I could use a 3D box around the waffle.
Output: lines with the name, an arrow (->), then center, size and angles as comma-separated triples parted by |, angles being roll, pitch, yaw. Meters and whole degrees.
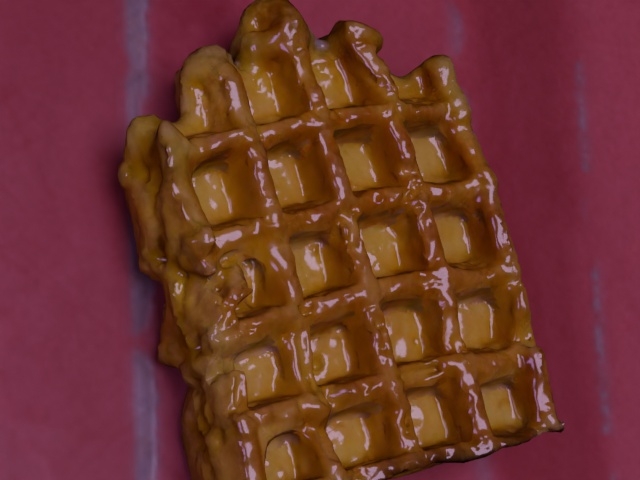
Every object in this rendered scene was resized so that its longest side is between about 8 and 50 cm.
waffle -> 0.000, 0.000, 0.779 | 0.160, 0.055, 0.211 | -13, 84, -30
